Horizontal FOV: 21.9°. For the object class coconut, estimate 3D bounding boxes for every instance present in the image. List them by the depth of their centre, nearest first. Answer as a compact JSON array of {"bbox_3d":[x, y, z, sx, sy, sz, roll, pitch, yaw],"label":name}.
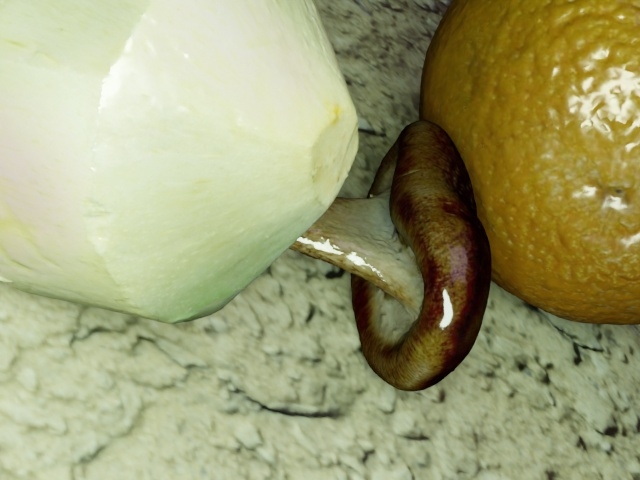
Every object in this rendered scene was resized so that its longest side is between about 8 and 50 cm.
[{"bbox_3d":[-0.098,-0.074,0.952,0.259,0.259,0.259,31,33,-22],"label":"coconut"}]

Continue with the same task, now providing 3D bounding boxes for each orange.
[{"bbox_3d":[0.231,-0.100,1.321,0.322,0.322,0.357,37,18,-12],"label":"orange"}]

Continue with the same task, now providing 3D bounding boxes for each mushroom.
[{"bbox_3d":[0.000,0.000,1.146,0.218,0.148,0.227,11,31,-17],"label":"mushroom"}]
